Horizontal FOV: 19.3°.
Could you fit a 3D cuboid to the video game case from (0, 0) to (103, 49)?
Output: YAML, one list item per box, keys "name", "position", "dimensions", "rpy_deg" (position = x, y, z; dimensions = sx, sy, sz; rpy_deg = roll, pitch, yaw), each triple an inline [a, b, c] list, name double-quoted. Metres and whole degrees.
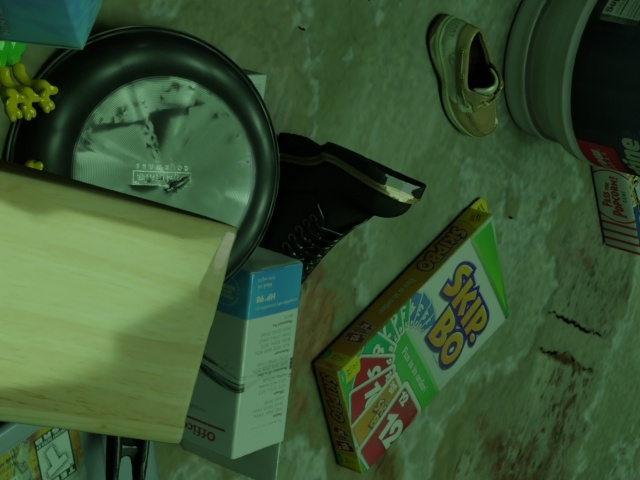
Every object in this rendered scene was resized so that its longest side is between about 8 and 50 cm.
- name: "video game case"
  position: [-0.147, -0.287, 1.063]
  dimensions: [0.269, 0.061, 0.244]
  rpy_deg: [80, 23, -53]

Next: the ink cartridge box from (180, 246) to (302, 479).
- name: "ink cartridge box"
  position: [-0.079, 0.092, 1.393]
  dimensions: [0.060, 0.104, 0.180]
  rpy_deg: [-13, 114, -51]

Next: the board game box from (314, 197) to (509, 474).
- name: "board game box"
  position: [0.092, 0.081, 1.681]
  dimensions: [0.259, 0.039, 0.124]
  rpy_deg: [-46, 138, -36]

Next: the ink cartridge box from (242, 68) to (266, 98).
- name: "ink cartridge box"
  position: [-0.091, -0.063, 1.355]
  dimensions: [0.088, 0.052, 0.122]
  rpy_deg: [-9, 110, -51]

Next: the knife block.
- name: "knife block"
  position: [-0.185, 0.001, 0.620]
  dimensions: [0.242, 0.275, 0.088]
  rpy_deg: [-11, 116, -83]

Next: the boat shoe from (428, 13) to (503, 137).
- name: "boat shoe"
  position: [0.133, -0.136, 1.628]
  dimensions: [0.050, 0.045, 0.135]
  rpy_deg: [-55, 141, -23]

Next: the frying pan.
- name: "frying pan"
  position: [-0.140, 0.011, 1.264]
  dimensions: [0.197, 0.053, 0.326]
  rpy_deg: [27, 82, -24]

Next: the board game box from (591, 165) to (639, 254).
- name: "board game box"
  position: [0.350, -0.102, 1.934]
  dimensions: [0.193, 0.045, 0.147]
  rpy_deg: [-45, 136, -33]

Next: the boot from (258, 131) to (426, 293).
- name: "boot"
  position: [0.000, 0.000, 1.392]
  dimensions: [0.077, 0.198, 0.137]
  rpy_deg: [25, 87, -21]

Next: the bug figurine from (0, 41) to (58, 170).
- name: "bug figurine"
  position: [-0.248, -0.054, 1.134]
  dimensions: [0.216, 0.072, 0.279]
  rpy_deg: [-17, 113, -56]

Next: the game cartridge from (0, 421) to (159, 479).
- name: "game cartridge"
  position: [-0.223, 0.206, 1.296]
  dimensions: [0.297, 0.062, 0.198]
  rpy_deg: [-35, 126, -40]

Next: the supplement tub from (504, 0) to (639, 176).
- name: "supplement tub"
  position: [0.323, -0.145, 1.683]
  dimensions: [0.191, 0.272, 0.191]
  rpy_deg: [-25, 124, -45]
